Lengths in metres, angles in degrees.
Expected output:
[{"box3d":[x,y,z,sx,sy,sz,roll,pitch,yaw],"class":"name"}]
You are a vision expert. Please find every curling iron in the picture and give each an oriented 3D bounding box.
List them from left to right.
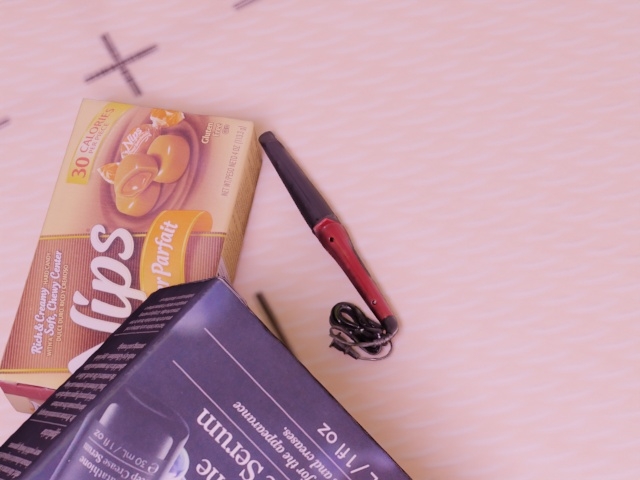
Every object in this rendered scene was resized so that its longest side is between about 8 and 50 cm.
[{"box3d":[0.000,0.000,1.684,0.068,0.035,0.274,-19,66,-14],"class":"curling iron"}]

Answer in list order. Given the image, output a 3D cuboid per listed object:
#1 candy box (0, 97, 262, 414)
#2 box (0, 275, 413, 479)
[{"box3d":[-0.181,0.024,1.662,0.183,0.087,0.316,8,65,10],"class":"candy box"},{"box3d":[-0.145,0.270,1.419,0.293,0.212,0.395,46,73,-10],"class":"box"}]
